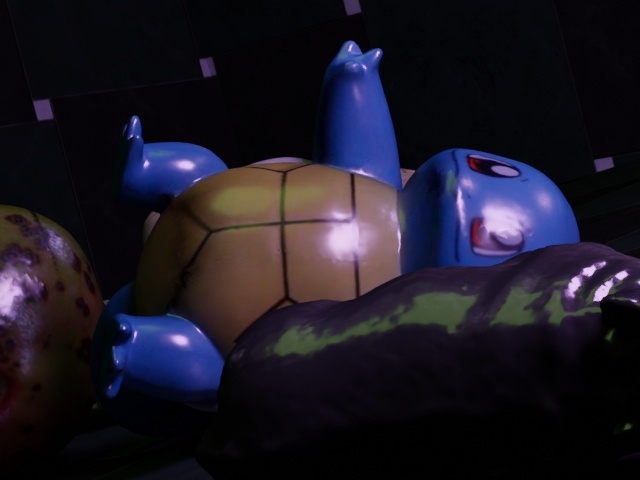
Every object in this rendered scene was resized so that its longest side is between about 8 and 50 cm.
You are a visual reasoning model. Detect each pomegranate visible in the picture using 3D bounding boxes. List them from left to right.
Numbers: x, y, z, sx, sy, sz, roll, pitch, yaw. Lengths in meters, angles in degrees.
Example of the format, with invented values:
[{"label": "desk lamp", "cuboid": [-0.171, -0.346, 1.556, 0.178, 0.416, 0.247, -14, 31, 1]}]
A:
[{"label": "pomegranate", "cuboid": [-0.285, 0.074, 1.549, 0.242, 0.242, 0.306, -18, 15, 16]}]

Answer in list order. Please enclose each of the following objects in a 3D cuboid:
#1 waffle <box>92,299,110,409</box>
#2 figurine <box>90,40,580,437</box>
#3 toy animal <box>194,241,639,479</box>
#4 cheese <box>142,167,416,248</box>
[{"label": "waffle", "cuboid": [-0.151, 0.097, 1.807, 0.292, 0.056, 0.309, -9, 19, 23]}, {"label": "figurine", "cuboid": [-0.030, 0.037, 1.281, 0.416, 0.243, 0.298, -21, 44, 25]}, {"label": "toy animal", "cuboid": [0.103, 0.052, 0.740, 0.343, 0.106, 0.168, -13, 4, 38]}, {"label": "cheese", "cuboid": [0.000, 0.000, 1.740, 0.328, 0.129, 0.351, 0, 7, 5]}]
